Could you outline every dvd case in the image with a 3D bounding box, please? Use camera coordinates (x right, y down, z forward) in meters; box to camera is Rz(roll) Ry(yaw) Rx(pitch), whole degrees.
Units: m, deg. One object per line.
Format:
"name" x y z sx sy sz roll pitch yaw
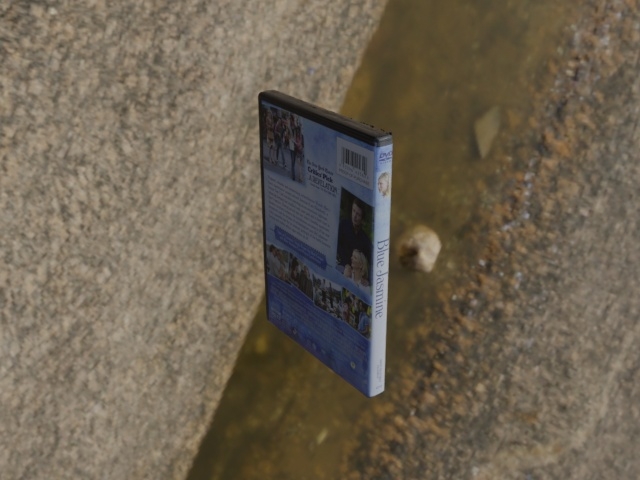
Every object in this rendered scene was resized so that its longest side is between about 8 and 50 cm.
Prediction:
"dvd case" 0.000 0.000 0.776 0.022 0.180 0.253 -17 120 -31
